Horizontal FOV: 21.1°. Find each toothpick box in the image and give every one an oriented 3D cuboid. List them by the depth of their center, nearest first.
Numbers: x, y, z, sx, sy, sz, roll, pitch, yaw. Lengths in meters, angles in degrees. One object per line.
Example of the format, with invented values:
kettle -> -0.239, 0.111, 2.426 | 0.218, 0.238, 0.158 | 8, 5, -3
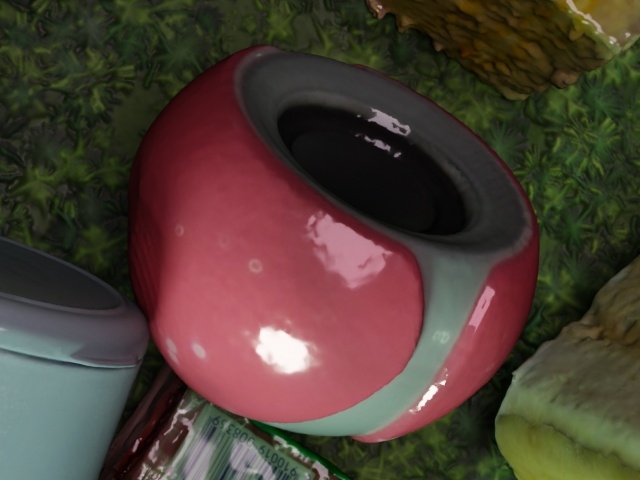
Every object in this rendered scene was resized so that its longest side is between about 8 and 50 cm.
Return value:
toothpick box -> -0.268, 0.176, 1.133 | 0.263, 0.263, 0.354 | 18, 96, -14

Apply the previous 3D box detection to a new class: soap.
soap -> -0.041, 0.225, 1.273 | 0.273, 0.098, 0.217 | 34, 79, -12

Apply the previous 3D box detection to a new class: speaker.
speaker -> 0.000, 0.000, 1.196 | 0.294, 0.294, 0.294 | 1, 86, -16

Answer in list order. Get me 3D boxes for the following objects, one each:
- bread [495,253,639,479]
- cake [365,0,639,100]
bread -> 0.346, 0.137, 1.275 | 0.300, 0.341, 0.210 | -47, 122, -16
cake -> 0.130, -0.279, 1.290 | 0.286, 0.222, 0.227 | 36, 76, -11
